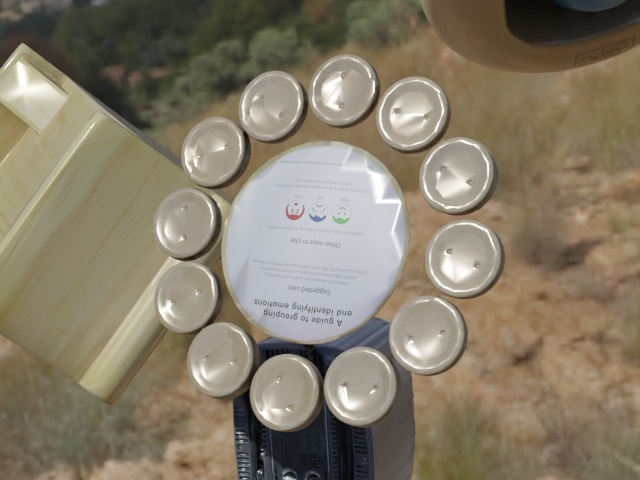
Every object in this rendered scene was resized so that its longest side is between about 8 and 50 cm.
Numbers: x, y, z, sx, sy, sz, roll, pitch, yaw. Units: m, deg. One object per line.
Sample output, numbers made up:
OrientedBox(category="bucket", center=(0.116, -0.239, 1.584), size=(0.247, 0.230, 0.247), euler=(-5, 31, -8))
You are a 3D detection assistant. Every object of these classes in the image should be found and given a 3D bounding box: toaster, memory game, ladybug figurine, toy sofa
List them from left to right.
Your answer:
OrientedBox(category="toy sofa", center=(-0.165, -0.013, 1.035), size=(0.150, 0.177, 0.362), euler=(-53, 25, 0))
OrientedBox(category="memory game", center=(0.000, 0.000, 0.683), size=(0.186, 0.186, 0.012), euler=(-1, -13, 25))
OrientedBox(category="toaster", center=(0.007, 0.154, 1.252), size=(0.129, 0.226, 0.146), euler=(1, 13, 23))
OrientedBox(category="ladybug figurine", center=(0.209, -0.279, 1.147), size=(0.305, 0.161, 0.449), euler=(-18, -19, -1))
